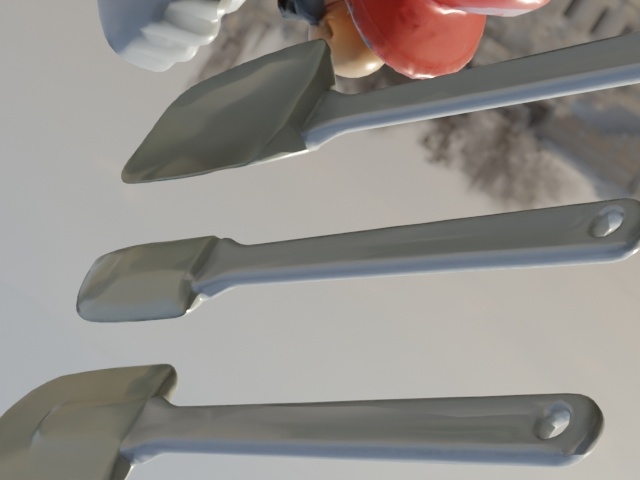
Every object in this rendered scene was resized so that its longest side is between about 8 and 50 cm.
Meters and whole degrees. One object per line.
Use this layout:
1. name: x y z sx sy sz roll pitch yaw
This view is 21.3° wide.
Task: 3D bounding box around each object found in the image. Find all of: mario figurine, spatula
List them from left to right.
1. mario figurine: -0.042 -0.130 0.707 0.320 0.198 0.170 19 156 36
2. spatula: 0.000 0.000 0.467 0.242 0.168 0.019 -8 132 47
